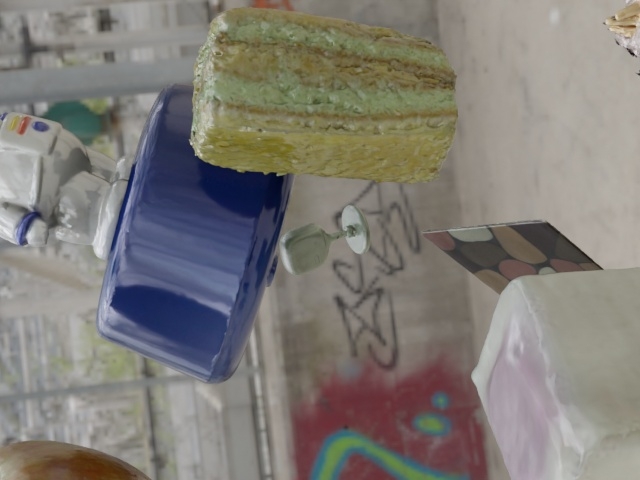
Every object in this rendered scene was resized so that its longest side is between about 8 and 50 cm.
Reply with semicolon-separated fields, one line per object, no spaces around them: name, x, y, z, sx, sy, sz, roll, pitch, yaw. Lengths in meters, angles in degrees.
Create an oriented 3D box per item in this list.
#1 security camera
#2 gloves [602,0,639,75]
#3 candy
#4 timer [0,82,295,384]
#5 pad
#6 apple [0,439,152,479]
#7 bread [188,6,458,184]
security camera;0.000;0.000;1.262;0.058;0.092;0.058;165;90;-70
gloves;0.421;-0.281;1.505;0.144;0.094;0.110;-47;-39;-36
candy;0.315;0.125;0.980;0.208;0.358;0.145;-111;23;-49
timer;-0.227;-0.045;1.090;0.270;0.383;0.270;-164;90;-84
pad;0.222;0.046;1.141;0.158;0.235;0.003;-5;56;52
apple;-0.212;0.260;0.949;0.188;0.211;0.211;46;-167;-31
bread;0.002;-0.104;0.903;0.138;0.196;0.102;131;144;-78
